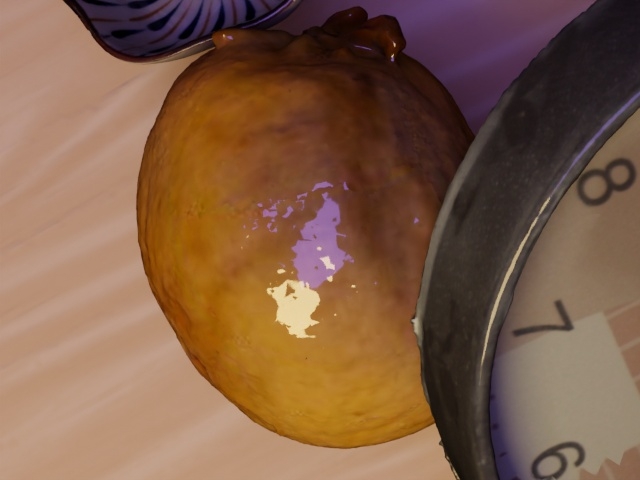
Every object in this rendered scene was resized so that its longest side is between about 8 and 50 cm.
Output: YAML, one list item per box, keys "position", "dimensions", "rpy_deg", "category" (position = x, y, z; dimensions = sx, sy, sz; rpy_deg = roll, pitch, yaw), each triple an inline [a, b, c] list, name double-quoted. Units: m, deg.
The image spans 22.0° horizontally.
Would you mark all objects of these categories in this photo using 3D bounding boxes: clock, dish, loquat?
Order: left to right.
- position: [-0.062, -0.172, 0.940]
  dimensions: [0.190, 0.066, 0.191]
  rpy_deg: [-8, 66, 18]
  category: "dish"
- position: [0.000, 0.000, 0.881]
  dimensions: [0.193, 0.238, 0.238]
  rpy_deg: [-7, 93, 1]
  category: "loquat"
- position: [0.238, 0.038, 0.784]
  dimensions: [0.386, 0.076, 0.386]
  rpy_deg: [-5, 117, -10]
  category: "clock"
